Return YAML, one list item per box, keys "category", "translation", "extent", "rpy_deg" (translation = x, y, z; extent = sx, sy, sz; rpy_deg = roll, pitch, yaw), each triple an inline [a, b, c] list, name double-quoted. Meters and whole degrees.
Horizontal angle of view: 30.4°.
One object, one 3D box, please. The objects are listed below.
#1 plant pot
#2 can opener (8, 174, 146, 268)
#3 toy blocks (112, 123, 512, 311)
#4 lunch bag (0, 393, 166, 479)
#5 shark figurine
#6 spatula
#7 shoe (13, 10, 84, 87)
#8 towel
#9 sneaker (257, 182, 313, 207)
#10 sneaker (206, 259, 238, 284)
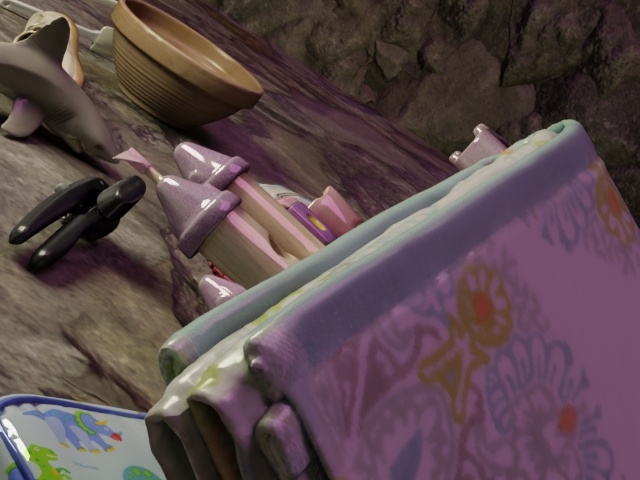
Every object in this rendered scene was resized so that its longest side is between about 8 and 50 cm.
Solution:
- category: "plant pot"
  translation: [-0.205, -0.232, 1.653]
  extent: [0.237, 0.109, 0.237]
  rpy_deg: [32, 13, -9]
- category: "can opener"
  translation: [-0.214, -0.022, 1.001]
  extent: [0.059, 0.073, 0.186]
  rpy_deg: [44, 22, 1]
- category: "toy blocks"
  translation: [0.000, 0.000, 0.889]
  extent: [0.260, 0.309, 0.288]
  rpy_deg: [43, 13, 3]
- category: "lunch bag"
  translation: [-0.079, 0.162, 0.600]
  extent: [0.219, 0.090, 0.176]
  rpy_deg: [20, 21, -49]
- category: "shark figurine"
  translation: [-0.301, -0.179, 1.166]
  extent: [0.166, 0.116, 0.278]
  rpy_deg: [54, 15, 22]
- category: "spatula"
  translation: [-0.318, -0.350, 1.674]
  extent: [0.242, 0.168, 0.019]
  rpy_deg: [18, 34, -41]
- category: "shoe"
  translation: [-0.330, -0.230, 1.404]
  extent: [0.058, 0.076, 0.219]
  rpy_deg: [33, 14, -34]
- category: "towel"
  translation: [0.104, 0.129, 0.611]
  extent: [0.374, 0.090, 0.320]
  rpy_deg: [-30, 97, -47]
- category: "sneaker"
  translation: [-0.032, -0.021, 1.388]
  extent: [0.237, 0.085, 0.086]
  rpy_deg: [22, 29, -47]
- category: "sneaker"
  translation: [0.013, 0.052, 1.184]
  extent: [0.299, 0.112, 0.121]
  rpy_deg: [24, 17, -37]
